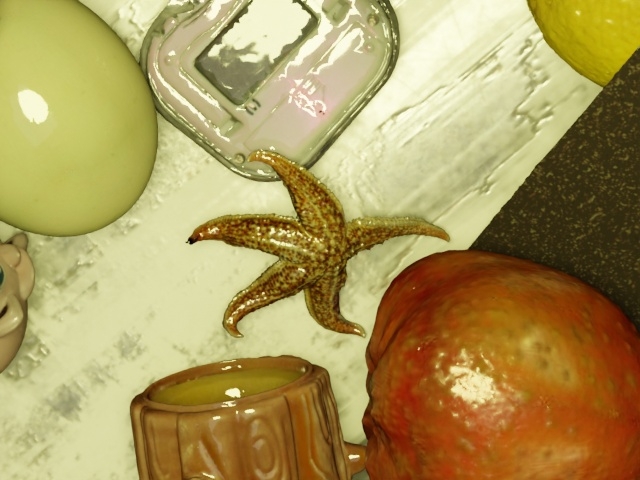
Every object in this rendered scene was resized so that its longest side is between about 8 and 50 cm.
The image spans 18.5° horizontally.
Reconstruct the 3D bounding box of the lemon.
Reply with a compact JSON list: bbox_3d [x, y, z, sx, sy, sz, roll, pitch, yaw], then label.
[{"bbox_3d":[0.276,-0.216,1.649,0.231,0.192,0.192,29,101,-21],"label":"lemon"}]

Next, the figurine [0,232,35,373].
[{"bbox_3d":[-0.389,0.074,1.713,0.287,0.176,0.186,-23,129,18],"label":"figurine"}]

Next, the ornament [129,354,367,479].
[{"bbox_3d":[-0.072,0.229,1.740,0.235,0.221,0.217,-3,101,26],"label":"ornament"}]

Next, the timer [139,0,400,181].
[{"bbox_3d":[-0.044,-0.164,1.714,0.191,0.069,0.208,39,101,-7],"label":"timer"}]

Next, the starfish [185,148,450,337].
[{"bbox_3d":[0.001,0.005,1.739,0.238,0.057,0.213,-9,126,-5],"label":"starfish"}]

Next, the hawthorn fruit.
[{"bbox_3d":[0.168,0.146,1.699,0.300,0.275,0.275,15,103,-22],"label":"hawthorn fruit"}]

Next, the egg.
[{"bbox_3d":[-0.242,-0.115,1.656,0.186,0.186,0.241,-38,105,7],"label":"egg"}]

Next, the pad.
[{"bbox_3d":[0.282,-0.015,1.700,0.220,0.004,0.330,29,135,-9],"label":"pad"}]
